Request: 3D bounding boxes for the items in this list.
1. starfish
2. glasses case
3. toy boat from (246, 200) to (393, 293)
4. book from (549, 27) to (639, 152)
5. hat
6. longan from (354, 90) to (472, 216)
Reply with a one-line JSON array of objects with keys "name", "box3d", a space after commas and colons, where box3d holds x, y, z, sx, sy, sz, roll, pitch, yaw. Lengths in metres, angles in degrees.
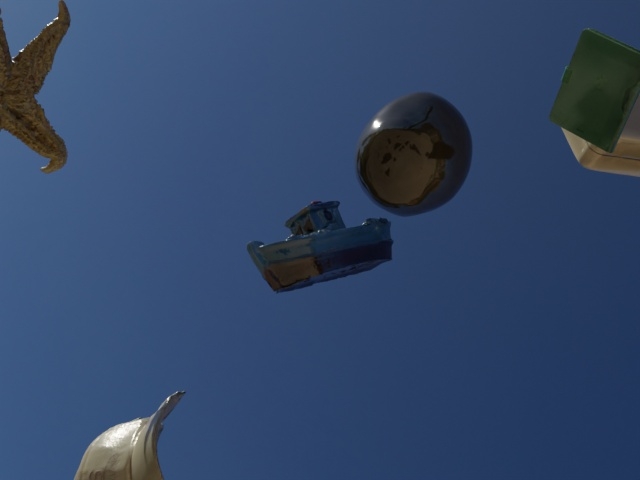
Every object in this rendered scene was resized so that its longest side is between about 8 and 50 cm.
[{"name": "starfish", "box3d": [-0.489, -0.238, 1.231, 0.302, 0.299, 0.060, -65, -152, 3]}, {"name": "glasses case", "box3d": [0.549, -0.167, 1.336, 0.336, 0.144, 0.076, 6, -43, -18]}, {"name": "toy boat", "box3d": [0.000, 0.000, 0.995, 0.100, 0.223, 0.097, -33, -105, 41]}, {"name": "book", "box3d": [0.357, -0.194, 1.079, 0.103, 0.017, 0.135, 37, -48, 29]}, {"name": "hat", "box3d": [-0.234, 0.294, 0.998, 0.164, 0.219, 0.226, -4, -33, -7]}, {"name": "longan", "box3d": [0.170, -0.160, 1.554, 0.248, 0.248, 0.248, 12, -66, 28]}]
